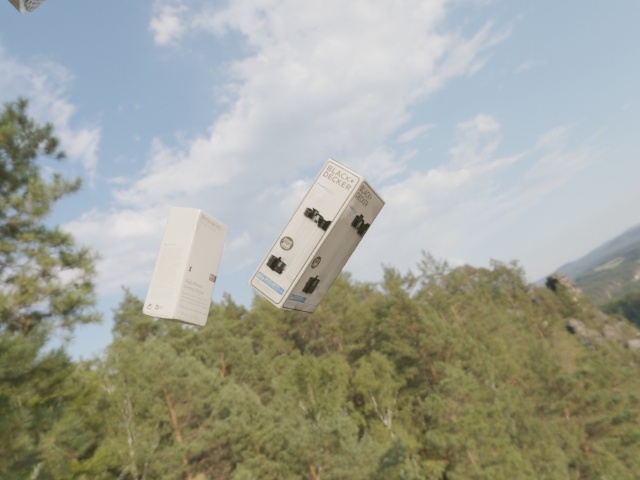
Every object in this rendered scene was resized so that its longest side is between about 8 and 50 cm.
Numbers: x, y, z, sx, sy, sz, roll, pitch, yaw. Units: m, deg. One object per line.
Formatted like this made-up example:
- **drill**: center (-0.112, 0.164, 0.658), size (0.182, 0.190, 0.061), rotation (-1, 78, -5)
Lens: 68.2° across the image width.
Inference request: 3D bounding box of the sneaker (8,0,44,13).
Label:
- **sneaker**: center (-0.316, -0.312, 0.421), size (0.102, 0.161, 0.282), rotation (-52, 23, -4)

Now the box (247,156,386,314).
- **box**: center (0.000, 0.000, 0.943), size (0.290, 0.087, 0.169), rotation (-57, -26, 0)

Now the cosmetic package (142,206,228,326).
- **cosmetic package**: center (-0.279, 0.056, 0.998), size (0.086, 0.231, 0.117), rotation (4, -16, 23)
